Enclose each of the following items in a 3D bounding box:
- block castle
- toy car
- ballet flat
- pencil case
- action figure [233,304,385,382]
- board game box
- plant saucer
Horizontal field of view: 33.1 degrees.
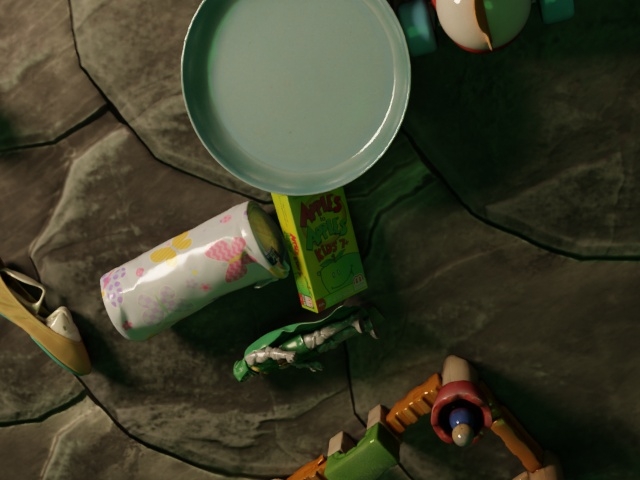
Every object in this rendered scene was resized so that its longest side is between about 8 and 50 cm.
[{"bbox_3d":[0.131,0.417,1.601,0.453,0.213,0.303,-38,103,18],"label":"block castle"},{"bbox_3d":[0.191,-0.315,1.295,0.219,0.238,0.210,-12,109,10],"label":"toy car"},{"bbox_3d":[-0.424,0.112,1.623,0.232,0.080,0.073,40,95,-11],"label":"ballet flat"},{"bbox_3d":[-0.179,0.047,1.548,0.273,0.113,0.124,-25,130,15],"label":"pencil case"},{"bbox_3d":[-0.031,0.158,1.584,0.232,0.137,0.063,-24,63,23],"label":"action figure"},{"bbox_3d":[0.000,0.000,1.519,0.092,0.043,0.181,-25,112,-27],"label":"board game box"},{"bbox_3d":[-0.031,-0.219,1.431,0.318,0.044,0.317,3,102,17],"label":"plant saucer"}]
